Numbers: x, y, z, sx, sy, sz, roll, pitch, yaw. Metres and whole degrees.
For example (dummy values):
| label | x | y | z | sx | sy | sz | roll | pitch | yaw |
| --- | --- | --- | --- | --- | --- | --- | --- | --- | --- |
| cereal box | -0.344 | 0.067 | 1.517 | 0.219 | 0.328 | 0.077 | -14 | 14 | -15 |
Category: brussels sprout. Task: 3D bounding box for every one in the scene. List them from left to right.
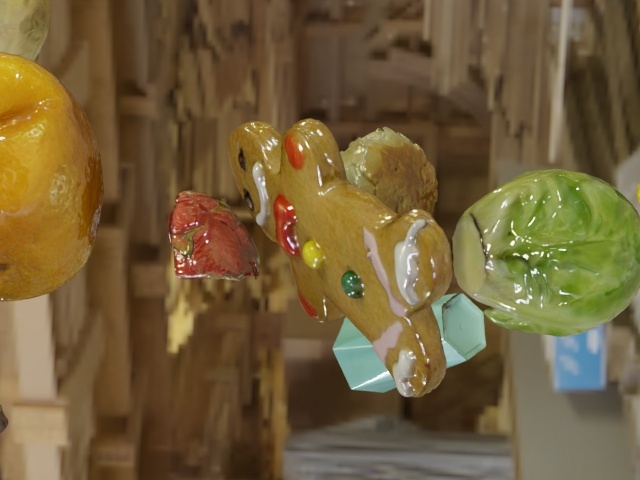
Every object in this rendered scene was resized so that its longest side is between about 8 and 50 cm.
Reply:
| label | x | y | z | sx | sy | sz | roll | pitch | yaw |
| --- | --- | --- | --- | --- | --- | --- | --- | --- | --- |
| brussels sprout | 0.301 | 0.015 | 1.894 | 0.244 | 0.244 | 0.244 | 2 | -90 | -88 |

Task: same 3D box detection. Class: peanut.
| label | x | y | z | sx | sy | sz | roll | pitch | yaw |
| --- | --- | --- | --- | --- | --- | --- | --- | --- | --- |
| peanut | -0.376 | -0.303 | 1.711 | 0.147 | 0.147 | 0.319 | -81 | 8 | -70 |

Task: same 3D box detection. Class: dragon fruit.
| label | x | y | z | sx | sy | sz | roll | pitch | yaw |
| --- | --- | --- | --- | --- | --- | --- | --- | --- | --- |
| dragon fruit | -0.169 | -0.009 | 2.276 | 0.120 | 0.127 | 0.161 | 48 | -147 | -86 |

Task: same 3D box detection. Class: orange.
| label | x | y | z | sx | sy | sz | roll | pitch | yaw |
| --- | --- | --- | --- | --- | --- | --- | --- | --- | --- |
| orange | -0.298 | -0.059 | 1.306 | 0.183 | 0.249 | 0.249 | -40 | -28 | -26 |

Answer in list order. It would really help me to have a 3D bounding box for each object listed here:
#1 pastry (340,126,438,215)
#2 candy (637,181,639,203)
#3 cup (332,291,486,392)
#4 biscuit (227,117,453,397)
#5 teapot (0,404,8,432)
| label | x | y | z | sx | sy | sz | roll | pitch | yaw |
| --- | --- | --- | --- | --- | --- | --- | --- | --- | --- |
| pastry | 0.082 | -0.064 | 1.798 | 0.081 | 0.153 | 0.153 | -23 | 56 | 49 |
| candy | 0.539 | -0.121 | 2.159 | 0.094 | 0.106 | 0.199 | -87 | 3 | -52 |
| cup | 0.151 | 0.157 | 2.364 | 0.134 | 0.236 | 0.148 | -34 | -82 | -45 |
| biscuit | -0.001 | 0.000 | 1.676 | 0.432 | 0.064 | 0.283 | 42 | 146 | 41 |
| teapot | -0.473 | 0.250 | 2.018 | 0.100 | 0.068 | 0.045 | -94 | -11 | -66 |
